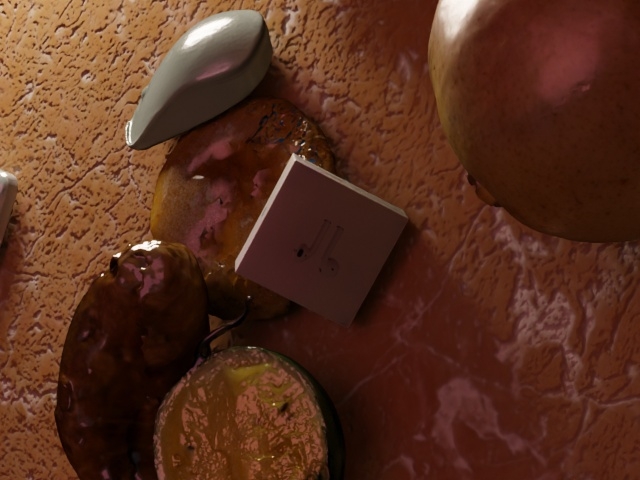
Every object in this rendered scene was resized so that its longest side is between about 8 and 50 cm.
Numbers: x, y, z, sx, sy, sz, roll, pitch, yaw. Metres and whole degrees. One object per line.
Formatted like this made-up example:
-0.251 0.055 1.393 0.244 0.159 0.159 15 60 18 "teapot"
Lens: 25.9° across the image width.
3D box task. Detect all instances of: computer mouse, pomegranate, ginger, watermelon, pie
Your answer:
-0.149 -0.190 1.596 0.231 0.079 0.128 -27 33 33 "computer mouse"
0.231 -0.141 1.159 0.319 0.319 0.319 -11 71 37 "pomegranate"
-0.200 0.131 1.496 0.172 0.165 0.321 -125 39 -60 "ginger"
-0.060 0.210 1.403 0.204 0.127 0.232 -44 59 18 "watermelon"
-0.083 -0.041 1.531 0.273 0.069 0.273 -10 73 33 "pie"

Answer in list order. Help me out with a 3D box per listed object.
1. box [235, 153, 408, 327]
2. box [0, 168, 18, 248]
0.000 0.000 1.412 0.129 0.130 0.051 -62 8 9 "box"
-0.515 -0.055 1.907 0.285 0.044 0.142 21 96 41 "box"
